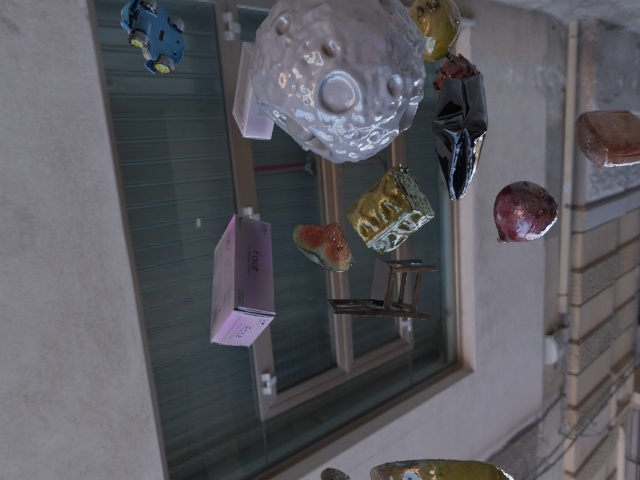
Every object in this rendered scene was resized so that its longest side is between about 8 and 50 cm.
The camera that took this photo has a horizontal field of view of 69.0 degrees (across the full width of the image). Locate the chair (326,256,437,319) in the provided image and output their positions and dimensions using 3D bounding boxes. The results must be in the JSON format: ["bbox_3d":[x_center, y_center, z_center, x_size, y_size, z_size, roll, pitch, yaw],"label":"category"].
[{"bbox_3d":[0.254,0.190,1.995,0.415,0.241,0.203,6,-172,-12],"label":"chair"}]

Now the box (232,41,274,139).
[{"bbox_3d":[-0.203,-0.483,1.503,0.106,0.252,0.203,-1,-143,-24],"label":"box"}]

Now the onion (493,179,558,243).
[{"bbox_3d":[0.523,-0.060,1.225,0.159,0.195,0.160,8,-136,-7],"label":"onion"}]

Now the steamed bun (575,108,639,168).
[{"bbox_3d":[0.752,-0.259,1.196,0.144,0.106,0.175,-6,-129,1],"label":"steamed bun"}]

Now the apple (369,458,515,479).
[{"bbox_3d":[0.194,0.449,0.814,0.265,0.193,0.120,-27,-141,36],"label":"apple"}]

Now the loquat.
[{"bbox_3d":[0.298,-0.578,1.252,0.149,0.172,0.204,22,172,20],"label":"loquat"}]

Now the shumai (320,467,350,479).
[{"bbox_3d":[0.029,0.697,1.255,0.116,0.145,0.145,-48,-169,4],"label":"shumai"}]

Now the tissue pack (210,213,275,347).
[{"bbox_3d":[-0.168,0.085,1.003,0.092,0.246,0.148,14,138,-25],"label":"tissue pack"}]

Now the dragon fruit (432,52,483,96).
[{"bbox_3d":[0.505,-0.579,1.713,0.188,0.182,0.182,28,-157,18],"label":"dragon fruit"}]

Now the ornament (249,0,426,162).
[{"bbox_3d":[0.038,-0.325,0.888,0.336,0.337,0.337,-4,-169,1],"label":"ornament"}]

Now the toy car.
[{"bbox_3d":[-0.384,-0.450,1.023,0.098,0.126,0.161,1,168,31],"label":"toy car"}]

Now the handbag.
[{"bbox_3d":[0.416,-0.306,1.407,0.152,0.288,0.342,3,-136,16],"label":"handbag"}]

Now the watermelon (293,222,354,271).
[{"bbox_3d":[-0.009,0.019,1.302,0.145,0.137,0.193,-2,170,31],"label":"watermelon"}]

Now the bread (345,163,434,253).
[{"bbox_3d":[0.242,-0.099,1.607,0.252,0.239,0.196,-33,175,29],"label":"bread"}]
